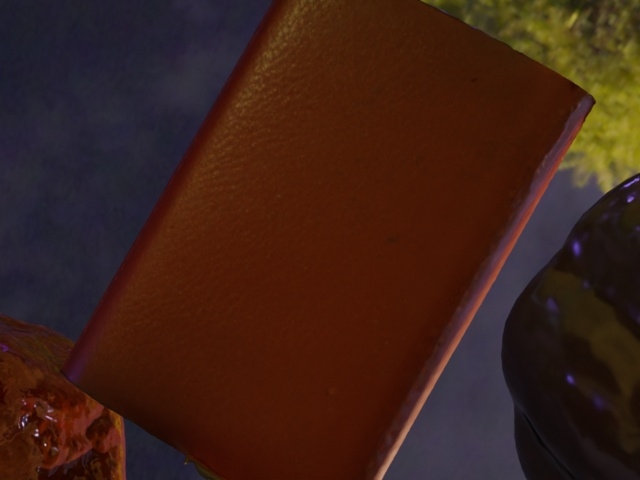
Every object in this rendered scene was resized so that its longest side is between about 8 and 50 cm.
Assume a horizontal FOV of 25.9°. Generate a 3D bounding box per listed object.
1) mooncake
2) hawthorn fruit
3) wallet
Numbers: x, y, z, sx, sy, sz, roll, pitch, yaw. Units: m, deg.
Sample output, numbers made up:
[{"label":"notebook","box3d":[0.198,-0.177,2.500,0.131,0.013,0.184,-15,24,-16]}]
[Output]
[{"label":"mooncake","box3d":[0.259,0.097,0.787,0.306,0.306,0.154,-3,-151,-19]},{"label":"hawthorn fruit","box3d":[-0.182,0.114,0.730,0.173,0.179,0.173,4,-139,-4]},{"label":"wallet","box3d":[0.000,0.000,0.557,0.142,0.045,0.204,29,-92,20]}]
